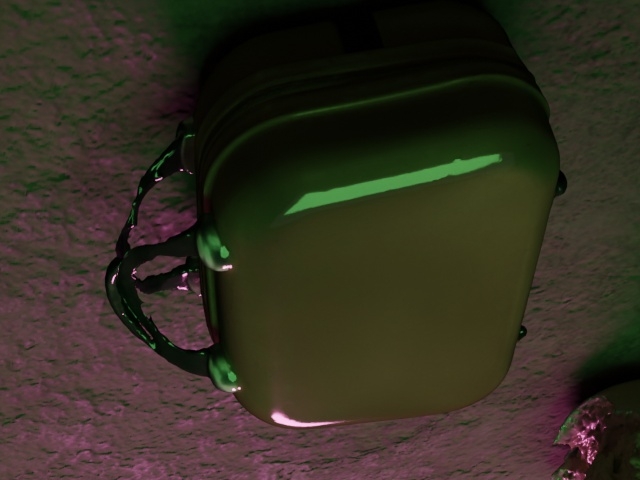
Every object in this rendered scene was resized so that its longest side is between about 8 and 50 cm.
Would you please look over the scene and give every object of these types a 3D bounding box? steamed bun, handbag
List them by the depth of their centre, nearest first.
[{"bbox_3d":[0.000,0.000,0.846,0.283,0.149,0.302,-10,144,-9],"label":"handbag"},{"bbox_3d":[0.289,0.240,1.217,0.170,0.200,0.225,27,143,12],"label":"steamed bun"}]
